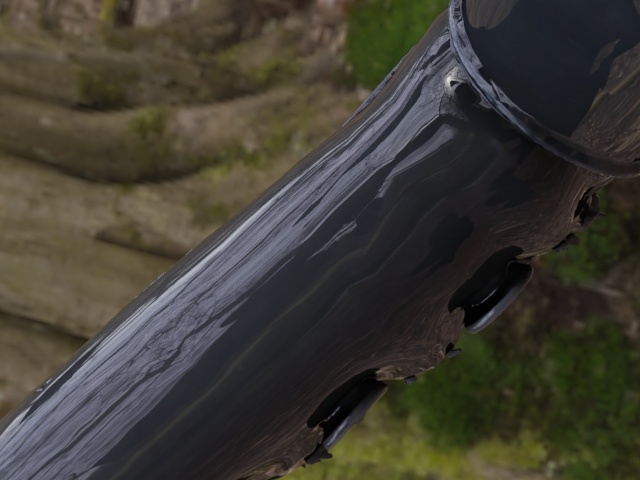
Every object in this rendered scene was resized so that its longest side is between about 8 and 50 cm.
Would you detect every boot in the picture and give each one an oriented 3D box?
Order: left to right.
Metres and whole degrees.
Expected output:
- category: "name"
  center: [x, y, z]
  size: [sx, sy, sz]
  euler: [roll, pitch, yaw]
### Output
- category: "boot"
  center: [0.001, 0.000, 0.650]
  size: [0.445, 0.146, 0.367]
  euler: [-37, -12, 13]
